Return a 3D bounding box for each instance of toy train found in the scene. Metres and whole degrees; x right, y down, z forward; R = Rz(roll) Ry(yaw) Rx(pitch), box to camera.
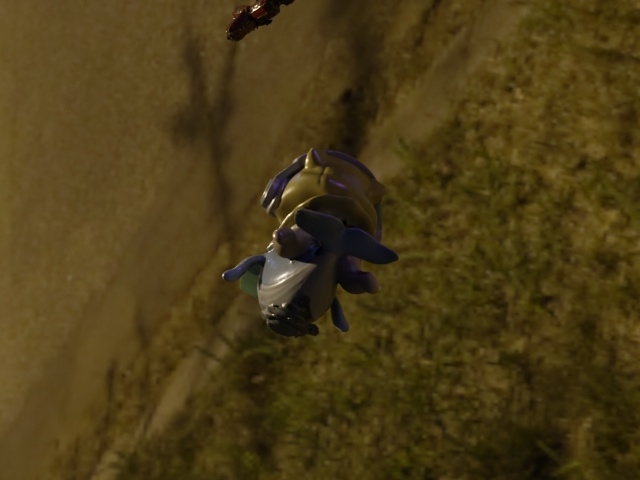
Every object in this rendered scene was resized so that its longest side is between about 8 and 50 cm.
[{"bbox_3d":[-0.046,0.034,1.308,0.083,0.053,0.033,-48,-14,-52],"label":"toy train"}]

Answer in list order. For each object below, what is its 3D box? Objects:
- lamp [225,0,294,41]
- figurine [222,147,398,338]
[{"bbox_3d":[-0.055,-0.230,1.211,0.083,0.031,0.063,-34,21,24],"label":"lamp"},{"bbox_3d":[0.000,0.000,1.105,0.184,0.128,0.208,-68,14,-14],"label":"figurine"}]
